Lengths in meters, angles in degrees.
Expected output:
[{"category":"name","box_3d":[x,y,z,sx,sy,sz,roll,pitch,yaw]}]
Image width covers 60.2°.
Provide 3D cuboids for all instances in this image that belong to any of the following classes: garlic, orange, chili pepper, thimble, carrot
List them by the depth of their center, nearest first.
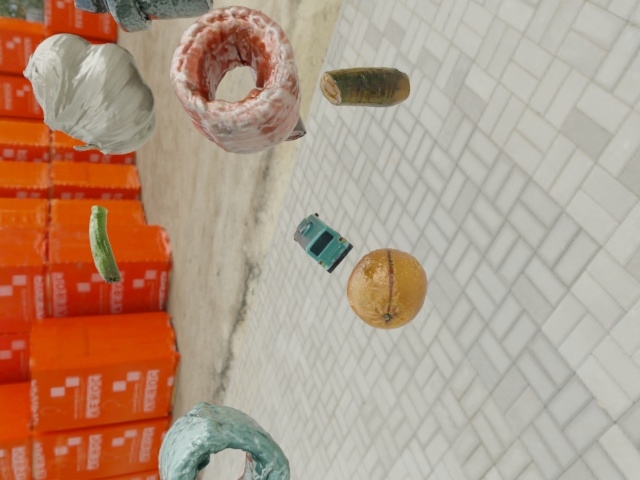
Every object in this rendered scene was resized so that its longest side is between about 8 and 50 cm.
[{"category":"thimble","box_3d":[-0.168,0.387,0.941,0.143,0.198,0.235,10,123,63]},{"category":"garlic","box_3d":[-0.369,-0.253,0.949,0.143,0.229,0.178,-15,50,29]},{"category":"thimble","box_3d":[-0.147,-0.289,1.025,0.162,0.239,0.239,81,-176,-80]},{"category":"carrot","box_3d":[0.091,-0.302,1.092,0.082,0.173,0.082,170,90,-74]},{"category":"orange","box_3d":[0.153,0.114,1.261,0.161,0.193,0.193,-102,24,-56]},{"category":"chili pepper","box_3d":[-0.529,0.008,1.338,0.050,0.052,0.201,112,143,-67]}]

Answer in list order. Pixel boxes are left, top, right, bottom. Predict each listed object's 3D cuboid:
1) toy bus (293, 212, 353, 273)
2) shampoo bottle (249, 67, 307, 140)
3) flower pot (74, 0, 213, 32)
[{"category":"toy bus","box_3d":[0.000,0.000,1.171,0.079,0.092,0.160,-49,18,2]},{"category":"shampoo bottle","box_3d":[-0.114,-0.371,1.333,0.064,0.102,0.260,-25,81,34]},{"category":"flower pot","box_3d":[-0.396,-0.615,1.214,0.299,0.283,0.299,171,90,-87]}]
